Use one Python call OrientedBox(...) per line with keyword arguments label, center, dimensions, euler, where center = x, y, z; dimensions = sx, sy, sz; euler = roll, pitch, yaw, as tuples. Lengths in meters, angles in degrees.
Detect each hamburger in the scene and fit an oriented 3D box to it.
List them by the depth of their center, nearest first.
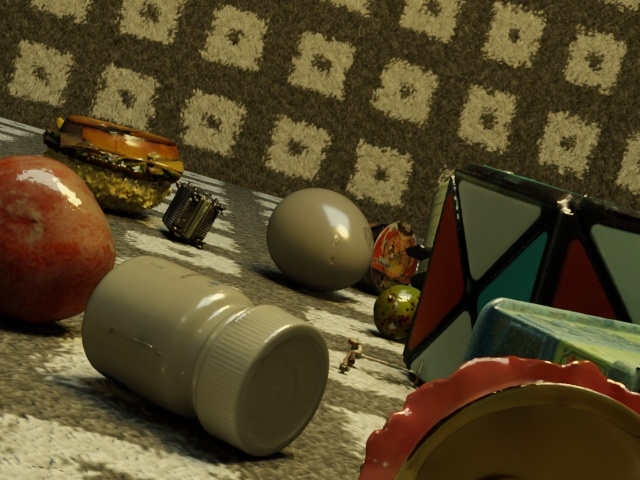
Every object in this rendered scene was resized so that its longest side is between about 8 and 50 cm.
OrientedBox(label="hamburger", center=(0.095, 0.140, 0.550), dimensions=(0.175, 0.175, 0.137), euler=(17, -7, 3))
OrientedBox(label="hamburger", center=(-0.342, -0.121, 1.875), dimensions=(0.243, 0.139, 0.261), euler=(13, 6, -15))

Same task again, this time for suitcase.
OrientedBox(label="suitcase", center=(-0.202, -0.040, 1.784), dimensions=(0.059, 0.086, 0.126), euler=(31, 1, -19))

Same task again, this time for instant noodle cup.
OrientedBox(label="instant noodle cup", center=(0.071, 0.022, 1.859), dimensions=(0.135, 0.127, 0.127), euler=(11, 1, 40))

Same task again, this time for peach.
OrientedBox(label="peach", center=(-0.265, 0.007, 0.985), dimensions=(0.152, 0.152, 0.152), euler=(16, 6, -2))

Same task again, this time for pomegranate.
OrientedBox(label="pomegranate", center=(0.103, 0.100, 1.452), dimensions=(0.073, 0.084, 0.073), euler=(-8, 20, 3))

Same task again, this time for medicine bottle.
OrientedBox(label="medicine bottle", center=(-0.087, 0.081, 0.837), dimensions=(0.168, 0.105, 0.105), euler=(20, 7, 36))

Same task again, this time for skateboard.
OrientedBox(label="skateboard", center=(0.063, 0.132, 1.177), dimensions=(0.083, 0.032, 0.064), euler=(15, 15, 6))

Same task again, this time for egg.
OrientedBox(label="egg", center=(0.000, 0.000, 1.656), dimensions=(0.146, 0.146, 0.198), euler=(14, 13, -28))

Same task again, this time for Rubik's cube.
OrientedBox(label="Rubik's cube", center=(0.259, 0.076, 1.174), dimensions=(0.248, 0.250, 0.246), euler=(12, 7, -22))

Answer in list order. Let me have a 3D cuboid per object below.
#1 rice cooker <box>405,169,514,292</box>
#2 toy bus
OrientedBox(label="rice cooker", center=(0.270, 0.030, 1.769), dimensions=(0.280, 0.227, 0.241), euler=(20, -17, -21))
OrientedBox(label="toy bus", center=(0.270, 0.157, 0.898), dimensions=(0.312, 0.152, 0.190), euler=(12, 7, -34))
